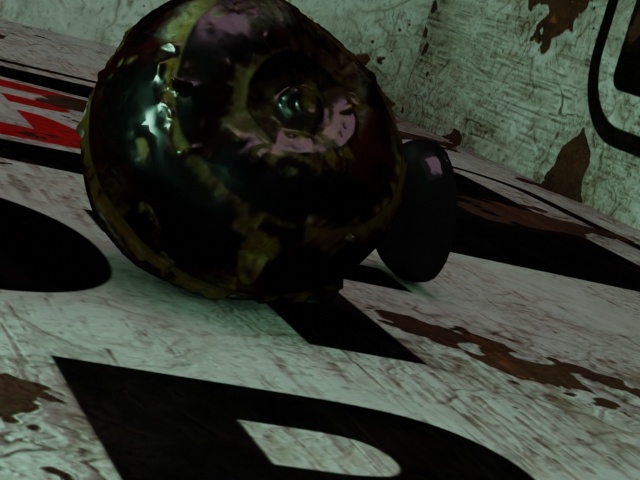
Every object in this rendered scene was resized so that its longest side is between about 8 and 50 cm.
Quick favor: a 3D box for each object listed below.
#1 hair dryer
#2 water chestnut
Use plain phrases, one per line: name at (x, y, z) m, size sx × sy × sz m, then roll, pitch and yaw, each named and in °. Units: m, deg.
hair dryer at (0.012, 0.014, 1.605) m, size 0.320 × 0.155 × 0.284 m, roll -4°, pitch 38°, yaw -27°
water chestnut at (-0.078, -0.073, 1.401) m, size 0.300 × 0.300 × 0.300 m, roll 15°, pitch 10°, yaw -3°
